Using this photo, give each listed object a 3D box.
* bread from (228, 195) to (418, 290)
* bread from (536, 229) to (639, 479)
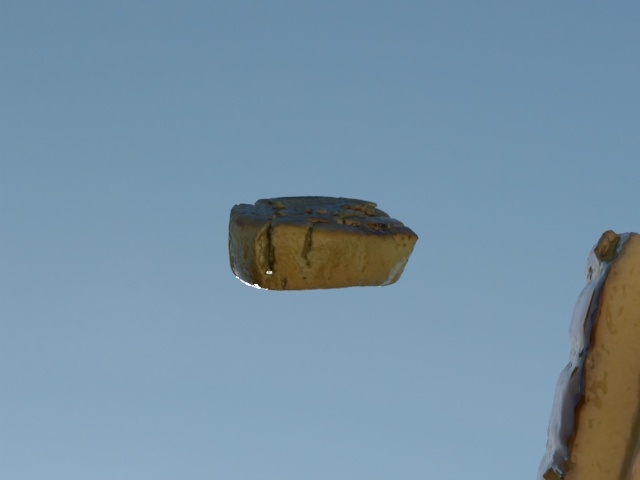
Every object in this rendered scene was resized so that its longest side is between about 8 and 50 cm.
[{"bbox_3d":[0.000,0.000,1.223,0.156,0.117,0.064,-5,-71,-33],"label":"bread"},{"bbox_3d":[0.197,0.122,0.934,0.111,0.246,0.239,11,-93,10],"label":"bread"}]
